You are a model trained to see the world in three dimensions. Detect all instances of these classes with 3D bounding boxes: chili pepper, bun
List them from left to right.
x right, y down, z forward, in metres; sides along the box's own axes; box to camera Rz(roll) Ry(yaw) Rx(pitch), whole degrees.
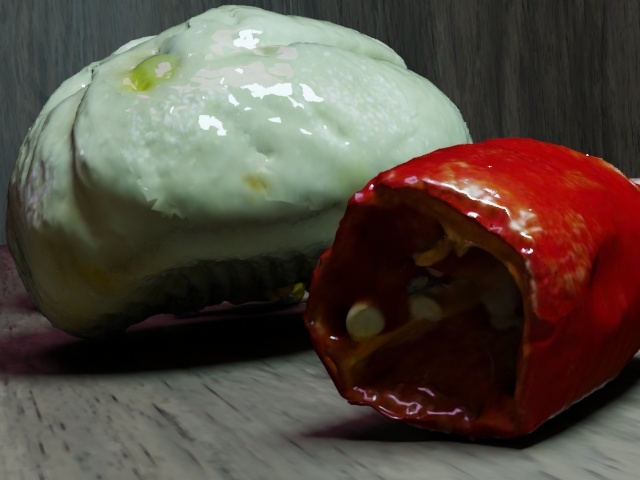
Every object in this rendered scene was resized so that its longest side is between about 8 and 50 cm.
[{"bbox_3d":[-0.069,-0.065,0.916,0.365,0.219,0.365,-17,-5,-2],"label":"bun"},{"bbox_3d":[0.130,0.011,0.661,0.134,0.131,0.338,8,7,30],"label":"chili pepper"}]

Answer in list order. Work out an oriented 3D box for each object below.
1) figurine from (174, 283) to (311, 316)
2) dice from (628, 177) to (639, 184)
[{"bbox_3d":[-0.065,0.009,1.125,0.156,0.115,0.095,-3,13,-7],"label":"figurine"},{"bbox_3d":[0.313,-0.015,1.151,0.094,0.091,0.093,-5,4,-26],"label":"dice"}]
